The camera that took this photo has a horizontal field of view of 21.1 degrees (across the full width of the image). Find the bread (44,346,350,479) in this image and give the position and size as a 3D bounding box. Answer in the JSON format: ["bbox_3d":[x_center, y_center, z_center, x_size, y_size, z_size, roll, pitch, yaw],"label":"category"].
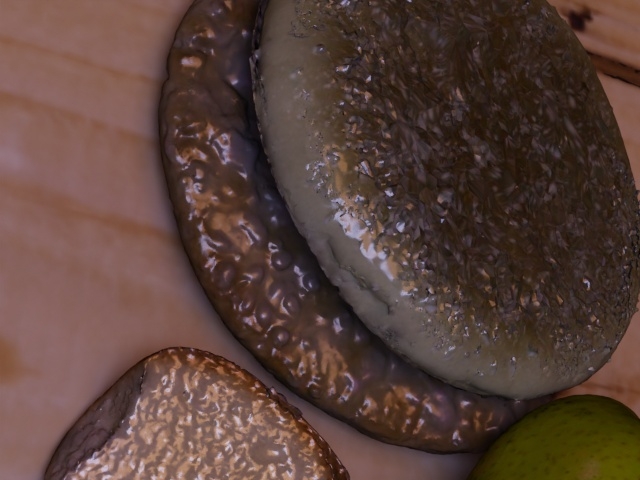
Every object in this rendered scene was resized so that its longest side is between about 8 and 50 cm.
[{"bbox_3d":[-0.060,0.120,0.775,0.129,0.044,0.126,48,66,-16],"label":"bread"}]

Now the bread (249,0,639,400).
[{"bbox_3d":[0.076,-0.048,0.864,0.267,0.040,0.267,21,56,-36],"label":"bread"}]

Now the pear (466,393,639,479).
[{"bbox_3d":[0.133,0.182,0.799,0.187,0.187,0.219,25,55,-24],"label":"pear"}]

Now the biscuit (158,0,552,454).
[{"bbox_3d":[-0.001,0.001,0.841,0.141,0.038,0.289,-34,95,-35],"label":"biscuit"}]
